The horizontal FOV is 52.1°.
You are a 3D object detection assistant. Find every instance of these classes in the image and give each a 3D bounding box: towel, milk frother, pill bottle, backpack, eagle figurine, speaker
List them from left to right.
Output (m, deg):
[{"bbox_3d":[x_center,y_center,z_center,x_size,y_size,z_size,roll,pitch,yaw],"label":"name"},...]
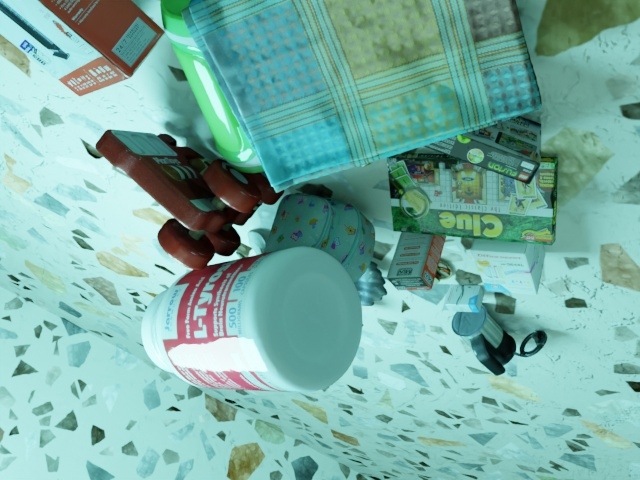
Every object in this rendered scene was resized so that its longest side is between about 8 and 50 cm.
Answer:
[{"bbox_3d":[-0.129,-0.234,0.957,0.131,0.131,0.297,11,149,19],"label":"speaker"},{"bbox_3d":[-0.142,0.147,1.152,0.407,0.229,0.229,-13,136,46],"label":"pill bottle"},{"bbox_3d":[-0.032,0.099,1.423,0.298,0.225,0.226,-4,-162,-13],"label":"eagle figurine"},{"bbox_3d":[0.000,0.000,1.209,0.188,0.166,0.144,6,155,26],"label":"backpack"},{"bbox_3d":[0.047,-0.218,0.779,0.370,0.040,0.272,-14,120,21],"label":"towel"},{"bbox_3d":[0.376,0.194,1.368,0.143,0.129,0.134,-41,123,10],"label":"milk frother"}]

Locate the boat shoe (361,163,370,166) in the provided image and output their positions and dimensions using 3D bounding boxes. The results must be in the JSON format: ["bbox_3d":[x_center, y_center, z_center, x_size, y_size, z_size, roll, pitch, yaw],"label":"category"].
[{"bbox_3d":[0.063,-0.165,0.992,0.068,0.072,0.190,17,150,10],"label":"boat shoe"}]

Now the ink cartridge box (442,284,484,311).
[{"bbox_3d":[0.285,0.118,1.330,0.083,0.048,0.028,-3,142,36],"label":"ink cartridge box"}]

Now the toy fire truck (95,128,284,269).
[{"bbox_3d":[-0.224,-0.103,1.149,0.254,0.302,0.169,43,105,5],"label":"toy fire truck"}]

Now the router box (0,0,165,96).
[{"bbox_3d":[-0.402,-0.340,0.904,0.301,0.082,0.335,40,166,-28],"label":"router box"}]

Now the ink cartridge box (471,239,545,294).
[{"bbox_3d":[0.315,0.014,1.099,0.092,0.090,0.143,3,146,31],"label":"ink cartridge box"}]

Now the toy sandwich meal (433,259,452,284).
[{"bbox_3d":[0.221,0.065,1.306,0.085,0.029,0.086,17,150,10],"label":"toy sandwich meal"}]

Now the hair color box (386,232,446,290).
[{"bbox_3d":[0.172,0.017,1.147,0.072,0.141,0.043,-5,141,40],"label":"hair color box"}]

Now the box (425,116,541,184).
[{"bbox_3d":[0.193,-0.152,0.882,0.206,0.114,0.036,21,130,4],"label":"box"}]

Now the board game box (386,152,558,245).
[{"bbox_3d":[0.234,-0.068,1.027,0.259,0.030,0.136,5,121,27],"label":"board game box"}]
